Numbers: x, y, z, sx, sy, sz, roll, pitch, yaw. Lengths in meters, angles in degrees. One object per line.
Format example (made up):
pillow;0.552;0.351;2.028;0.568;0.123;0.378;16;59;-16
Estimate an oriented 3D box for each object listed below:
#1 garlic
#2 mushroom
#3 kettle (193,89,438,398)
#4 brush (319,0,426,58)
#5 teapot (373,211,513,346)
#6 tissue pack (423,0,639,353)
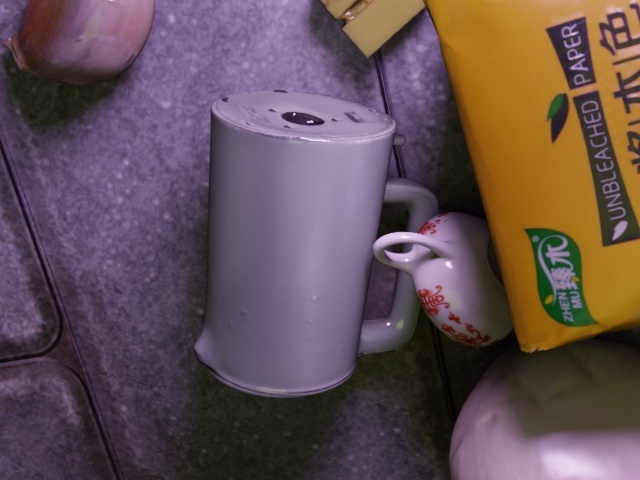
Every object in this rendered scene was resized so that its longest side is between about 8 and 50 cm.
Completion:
garlic;-0.255;-0.290;1.018;0.148;0.128;0.266;30;101;-16
mushroom;0.280;0.271;1.033;0.356;0.315;0.315;-32;103;25
kettle;-0.014;-0.004;1.044;0.205;0.265;0.318;22;116;35
brush;0.108;-0.316;0.969;0.233;0.047;0.103;-38;100;18
teapot;0.162;0.038;1.015;0.245;0.159;0.116;29;152;-30
tissue pack;0.296;-0.110;0.873;0.293;0.228;0.382;-14;93;17
